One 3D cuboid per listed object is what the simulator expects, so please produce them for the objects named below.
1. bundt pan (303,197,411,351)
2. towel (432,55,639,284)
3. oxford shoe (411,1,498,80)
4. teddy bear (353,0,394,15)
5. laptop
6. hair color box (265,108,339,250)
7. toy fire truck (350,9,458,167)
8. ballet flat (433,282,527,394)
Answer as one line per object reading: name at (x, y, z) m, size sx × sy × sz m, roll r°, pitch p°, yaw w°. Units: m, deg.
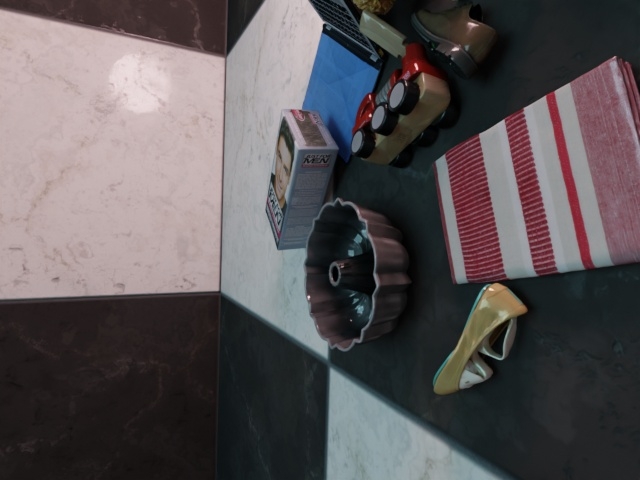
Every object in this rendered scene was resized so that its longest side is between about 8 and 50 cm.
bundt pan at (0.084, 0.074, 0.918) m, size 0.330 × 0.124 × 0.331 m, roll 175°, pitch 96°, yaw -64°
towel at (0.298, -0.066, 0.597) m, size 0.329 × 0.037 × 0.237 m, roll 155°, pitch 111°, yaw -63°
oxford shoe at (0.232, -0.362, 0.712) m, size 0.096 × 0.082 × 0.227 m, roll -45°, pitch 42°, yaw 22°
teddy bear at (0.154, -0.514, 0.685) m, size 0.337 × 0.113 × 0.245 m, roll 9°, pitch 134°, yaw 38°
laptop at (-0.027, -0.478, 1.052) m, size 0.236 × 0.408 × 0.382 m, roll -42°, pitch 43°, yaw 11°
hair color box at (-0.068, -0.165, 1.192) m, size 0.375 × 0.113 × 0.186 m, roll 108°, pitch 149°, yaw -44°
toy fire truck at (0.134, -0.305, 0.820) m, size 0.217 × 0.158 × 0.247 m, roll 137°, pitch 137°, yaw -56°
ballet flat at (0.246, 0.177, 0.647) m, size 0.073 × 0.080 × 0.233 m, roll 40°, pitch 127°, yaw 39°
